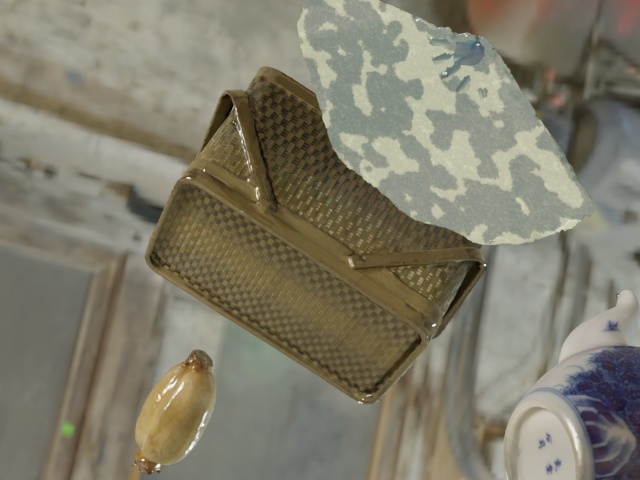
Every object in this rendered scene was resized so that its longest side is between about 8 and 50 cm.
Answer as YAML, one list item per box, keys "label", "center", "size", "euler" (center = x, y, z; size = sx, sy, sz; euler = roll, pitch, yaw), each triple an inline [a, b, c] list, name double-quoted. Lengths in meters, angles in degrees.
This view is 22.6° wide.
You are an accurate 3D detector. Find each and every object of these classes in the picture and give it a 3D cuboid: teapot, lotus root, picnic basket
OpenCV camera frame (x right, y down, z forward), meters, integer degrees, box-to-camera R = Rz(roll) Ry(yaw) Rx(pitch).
- label: "teapot"
  center: [0.352, 0.241, 1.743]
  size: [0.280, 0.424, 0.252]
  euler: [1, 150, -27]
- label: "lotus root"
  center: [-0.146, 0.179, 1.617]
  size: [0.062, 0.150, 0.073]
  euler: [16, -158, -39]
- label: "picnic basket"
  center: [0.000, 0.000, 1.344]
  size: [0.266, 0.139, 0.165]
  euler: [33, 147, 0]

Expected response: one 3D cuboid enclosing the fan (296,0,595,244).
- label: "fan"
  center: [0.069, -0.079, 1.018]
  size: [0.240, 0.131, 0.009]
  euler: [41, -151, 11]
